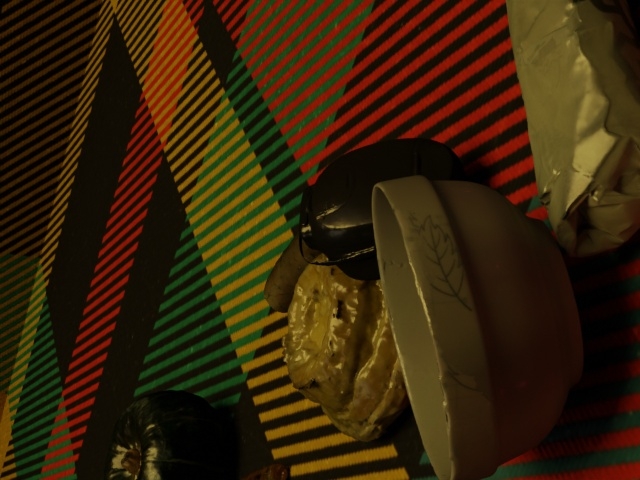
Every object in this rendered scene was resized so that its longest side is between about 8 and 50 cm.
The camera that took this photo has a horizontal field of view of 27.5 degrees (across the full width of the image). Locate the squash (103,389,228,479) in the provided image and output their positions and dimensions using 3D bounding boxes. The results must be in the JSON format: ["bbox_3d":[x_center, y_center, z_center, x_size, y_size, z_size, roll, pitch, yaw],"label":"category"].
[{"bbox_3d":[-0.247,0.366,2.100,0.252,0.165,0.252,-33,53,59],"label":"squash"}]

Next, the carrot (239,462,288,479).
[{"bbox_3d":[-0.091,0.355,1.893,0.170,0.042,0.042,139,134,-56],"label":"carrot"}]

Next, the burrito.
[{"bbox_3d":[0.230,-0.201,1.212,0.139,0.101,0.446,122,148,-53],"label":"burrito"}]

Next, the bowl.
[{"bbox_3d":[0.147,0.071,1.195,0.287,0.143,0.287,168,90,-87],"label":"bowl"}]

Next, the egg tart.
[{"bbox_3d":[0.032,0.100,1.585,0.290,0.115,0.290,-170,90,-68],"label":"egg tart"}]

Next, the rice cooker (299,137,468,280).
[{"bbox_3d":[0.071,-0.032,1.446,0.203,0.118,0.142,-16,44,25],"label":"rice cooker"}]

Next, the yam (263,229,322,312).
[{"bbox_3d":[0.000,0.000,1.750,0.317,0.067,0.071,-54,44,49],"label":"yam"}]
